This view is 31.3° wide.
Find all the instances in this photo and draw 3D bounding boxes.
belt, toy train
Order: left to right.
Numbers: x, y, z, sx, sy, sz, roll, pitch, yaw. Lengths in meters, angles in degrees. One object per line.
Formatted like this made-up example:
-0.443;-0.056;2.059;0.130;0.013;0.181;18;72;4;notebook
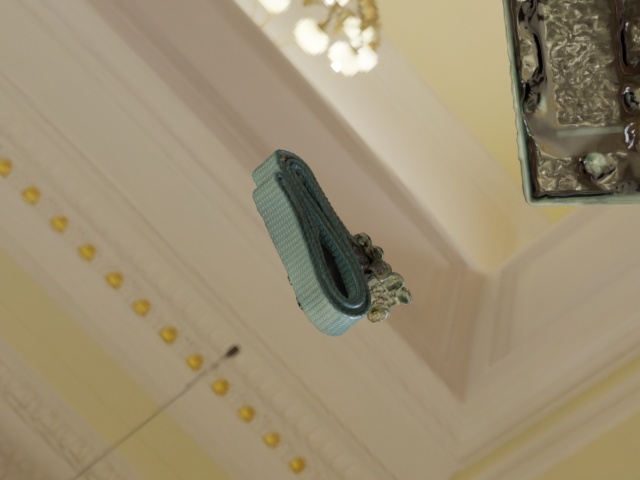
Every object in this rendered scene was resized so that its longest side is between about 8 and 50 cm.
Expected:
0.003;-0.002;1.065;0.100;0.065;0.179;-15;-106;-44;belt
0.135;-0.222;0.602;0.088;0.086;0.407;-44;-51;-59;toy train
